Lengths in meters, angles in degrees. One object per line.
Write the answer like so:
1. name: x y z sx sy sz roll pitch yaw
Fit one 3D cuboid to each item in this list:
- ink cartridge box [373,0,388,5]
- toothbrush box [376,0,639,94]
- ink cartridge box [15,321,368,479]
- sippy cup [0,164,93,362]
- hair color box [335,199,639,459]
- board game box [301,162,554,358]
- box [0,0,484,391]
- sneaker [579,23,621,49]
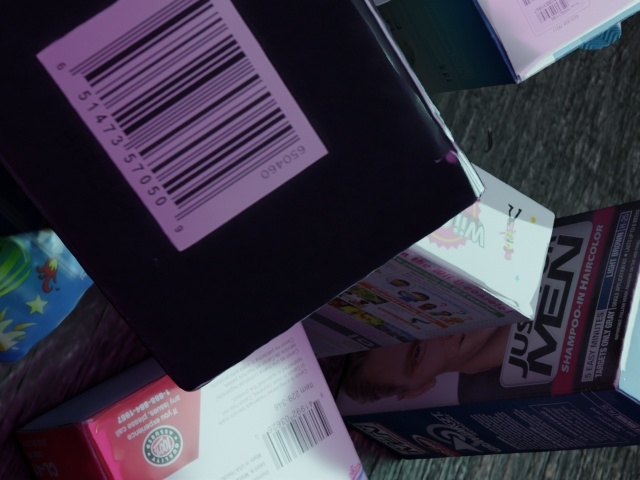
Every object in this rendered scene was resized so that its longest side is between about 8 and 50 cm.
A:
1. ink cartridge box: -0.040 -0.412 1.193 0.395 0.166 0.285 46 49 -31
2. toothbrush box: 0.178 -0.237 1.363 0.216 0.295 0.126 -31 102 -13
3. ink cartridge box: -0.075 0.238 1.210 0.226 0.131 0.306 -27 99 -38
4. sippy cup: -0.280 -0.030 1.063 0.224 0.240 0.305 43 67 -35
5. hair color box: 0.172 0.086 1.291 0.105 0.347 0.173 32 62 -29
6. board game box: 0.000 0.000 1.206 0.224 0.303 0.097 28 66 -30
7. box: -0.110 -0.147 0.934 0.212 0.395 0.293 -34 118 0
8. sneaker: 0.242 -0.304 1.602 0.229 0.087 0.092 39 50 -32
